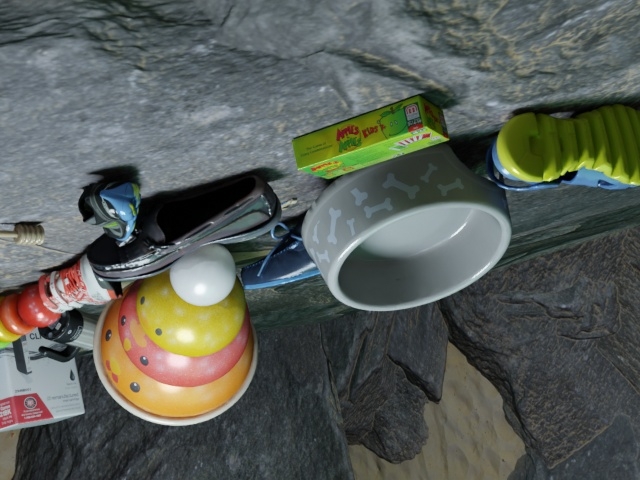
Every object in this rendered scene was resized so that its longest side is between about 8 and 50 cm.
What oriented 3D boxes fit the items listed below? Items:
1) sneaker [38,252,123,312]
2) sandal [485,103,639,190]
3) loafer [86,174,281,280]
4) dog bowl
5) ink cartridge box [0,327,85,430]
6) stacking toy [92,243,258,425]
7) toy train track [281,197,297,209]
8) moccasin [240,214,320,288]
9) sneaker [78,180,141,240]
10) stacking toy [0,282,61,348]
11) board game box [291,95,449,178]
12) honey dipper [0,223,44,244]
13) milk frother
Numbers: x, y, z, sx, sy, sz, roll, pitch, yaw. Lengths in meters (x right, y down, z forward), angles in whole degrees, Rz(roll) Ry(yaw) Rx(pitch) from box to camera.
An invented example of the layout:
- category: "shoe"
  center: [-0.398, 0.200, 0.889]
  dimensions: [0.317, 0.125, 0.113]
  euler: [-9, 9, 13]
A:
- category: "sneaker"
  center: [-0.452, 0.082, 1.587]
  dimensions: [0.145, 0.090, 0.270]
  euler: [-12, 173, -10]
- category: "sandal"
  center: [0.376, -0.132, 1.291]
  dimensions: [0.317, 0.126, 0.138]
  euler: [1, 170, -21]
- category: "loafer"
  center: [-0.211, -0.030, 1.267]
  dimensions: [0.302, 0.109, 0.095]
  euler: [-18, 151, 1]
- category: "dog bowl"
  center: [0.149, -0.005, 1.387]
  dimensions: [0.348, 0.102, 0.349]
  euler: [-12, 148, -7]
- category: "ink cartridge box"
  center: [-0.669, 0.283, 1.953]
  dimensions: [0.114, 0.273, 0.197]
  euler: [-22, 167, 30]
- category: "stacking toy"
  center: [-0.259, 0.128, 1.671]
  dimensions: [0.350, 0.351, 0.480]
  euler: [-8, 153, -20]
- category: "toy train track"
  center: [-0.066, -0.055, 1.482]
  dimensions: [0.048, 0.014, 0.083]
  euler: [-5, 167, -36]
- category: "moccasin"
  center: [0.000, 0.000, 1.600]
  dimensions: [0.342, 0.117, 0.138]
  euler: [-20, 179, 18]
- category: "sneaker"
  center: [-0.288, -0.047, 1.167]
  dimensions: [0.078, 0.067, 0.188]
  euler: [12, 168, -9]
- category: "stacking toy"
  center: [-0.672, 0.174, 1.771]
  dimensions: [0.330, 0.141, 0.141]
  euler: [-21, 167, 23]
- category: "board game box"
  center: [0.065, -0.131, 1.114]
  dimensions: [0.181, 0.043, 0.092]
  euler: [-16, 169, 24]
- category: "honey dipper"
  center: [-0.474, -0.009, 1.222]
  dimensions: [0.160, 0.030, 0.030]
  euler: [0, 165, -45]
- category: "milk frother"
  center: [-0.582, 0.185, 1.911]
  dimensions: [0.129, 0.143, 0.135]
  euler: [-41, 153, 5]
